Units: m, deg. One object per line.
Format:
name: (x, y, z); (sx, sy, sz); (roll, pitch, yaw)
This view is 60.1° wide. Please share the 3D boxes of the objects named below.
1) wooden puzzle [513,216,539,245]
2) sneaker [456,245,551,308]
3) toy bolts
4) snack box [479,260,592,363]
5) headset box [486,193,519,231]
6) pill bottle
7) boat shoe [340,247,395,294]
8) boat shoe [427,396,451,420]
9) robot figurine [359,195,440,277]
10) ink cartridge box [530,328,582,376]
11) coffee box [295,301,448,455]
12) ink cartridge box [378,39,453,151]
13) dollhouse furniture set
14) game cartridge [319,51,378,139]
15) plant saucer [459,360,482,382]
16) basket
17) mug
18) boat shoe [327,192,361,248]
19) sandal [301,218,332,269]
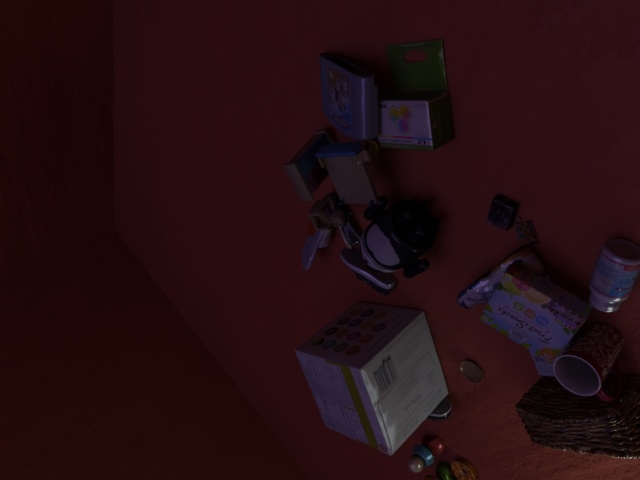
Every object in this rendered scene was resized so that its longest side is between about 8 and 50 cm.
wooden puzzle: (0.525, -0.024, 1.413); (0.049, 0.006, 0.083); (-15, 104, 54)
sneaker: (0.487, 0.138, 1.492); (0.131, 0.111, 0.296); (51, 145, 10)
toy bolts: (0.434, 0.859, 2.053); (0.229, 0.158, 0.218); (57, 145, 3)
snack box: (0.527, 0.179, 1.370); (0.207, 0.070, 0.175); (34, 133, 21)
headset box: (0.469, -0.068, 1.427); (0.062, 0.032, 0.083); (33, 136, 32)
pill bottle: (0.664, 0.082, 1.251); (0.087, 0.087, 0.160); (29, 136, 35)
boat shoe: (0.157, 0.111, 1.915); (0.228, 0.080, 0.076); (32, 136, 22)
boat shoe: (0.362, 0.593, 1.996); (0.302, 0.114, 0.091); (11, 124, 61)
robot figurine: (0.228, -0.010, 1.641); (0.278, 0.173, 0.209); (137, 141, -54)
ink cartridge box: (0.618, 0.266, 1.456); (0.127, 0.072, 0.175); (-12, 105, 53)
coffee box: (0.178, 0.452, 1.908); (0.334, 0.337, 0.338); (2, 118, 51)
ink cartridge box: (0.230, -0.374, 1.437); (0.188, 0.097, 0.255); (15, 127, 46)
dollhouse furniture set: (0.095, -0.196, 1.681); (0.303, 0.198, 0.287); (3, 132, 39)
game cartridge: (0.074, -0.401, 1.559); (0.297, 0.062, 0.198); (-130, 33, -53)
plant saucer: (0.489, 0.421, 1.783); (0.083, 0.015, 0.084); (30, 136, 34)
basket: (0.687, 0.489, 1.417); (0.299, 0.213, 0.223); (-16, 102, 55)
mug: (0.661, 0.296, 1.342); (0.113, 0.169, 0.150); (-7, 110, 52)
boat shoe: (0.086, -0.076, 1.889); (0.064, 0.075, 0.206); (-23, 93, 12)
sandal: (-0.004, -0.006, 2.018); (0.102, 0.076, 0.265); (59, 141, 42)
